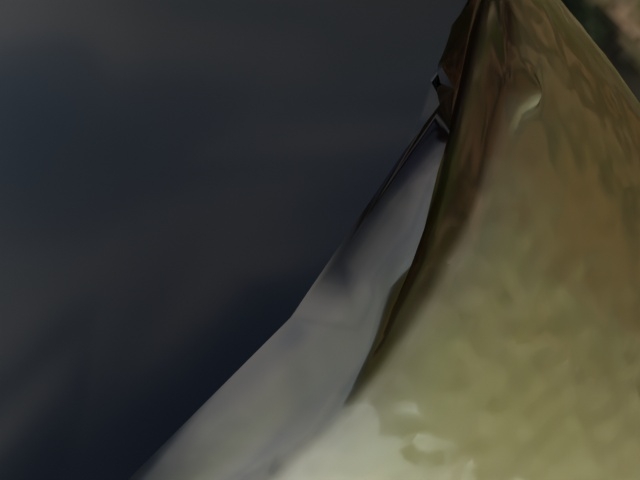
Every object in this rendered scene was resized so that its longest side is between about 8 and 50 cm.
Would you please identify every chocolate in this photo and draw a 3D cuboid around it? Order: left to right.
[{"bbox_3d":[0.000,0.000,0.750,0.297,0.326,0.314,23,-158,-40],"label":"chocolate"}]
